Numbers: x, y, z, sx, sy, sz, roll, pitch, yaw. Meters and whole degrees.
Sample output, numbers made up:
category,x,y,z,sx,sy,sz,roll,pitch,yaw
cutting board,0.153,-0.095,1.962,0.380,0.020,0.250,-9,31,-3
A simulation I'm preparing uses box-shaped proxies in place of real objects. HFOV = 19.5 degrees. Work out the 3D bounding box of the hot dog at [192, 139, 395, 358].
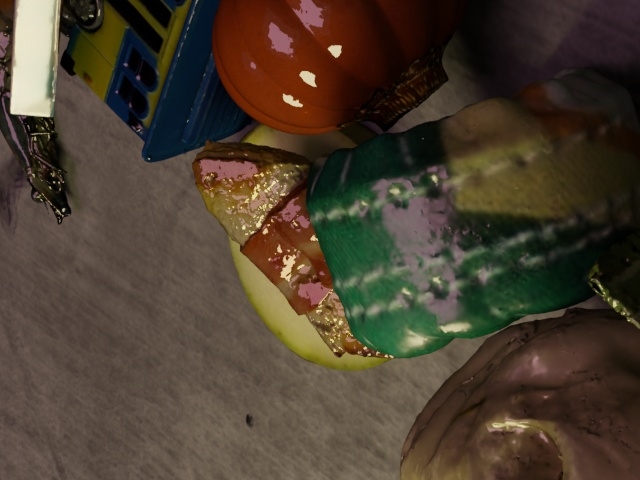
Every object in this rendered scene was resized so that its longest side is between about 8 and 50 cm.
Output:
category,x,y,z,sx,sy,sz,roll,pitch,yaw
hot dog,0.000,-0.001,1.643,0.123,0.093,0.261,-35,97,37

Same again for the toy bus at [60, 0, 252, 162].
category,x,y,z,sx,sy,sz,roll,pitch,yaw
toy bus,-0.119,-0.230,1.680,0.175,0.138,0.288,47,137,23

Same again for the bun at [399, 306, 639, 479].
category,x,y,z,sx,sy,sz,roll,pitch,yaw
bun,0.244,0.166,1.363,0.362,0.326,0.235,-11,76,41

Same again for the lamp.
category,x,y,z,sx,sy,sz,roll,pitch,yaw
lamp,0.016,-0.182,1.497,0.196,0.223,0.223,51,139,1

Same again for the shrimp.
category,x,y,z,sx,sy,sz,roll,pitch,yaw
shrimp,-0.285,-0.149,1.971,0.198,0.051,0.262,-11,98,49

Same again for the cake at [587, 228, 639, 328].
category,x,y,z,sx,sy,sz,roll,pitch,yaw
cake,0.280,0.028,1.311,0.100,0.235,0.099,46,145,23

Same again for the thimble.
category,x,y,z,sx,sy,sz,roll,pitch,yaw
thimble,0.131,-0.025,1.420,0.254,0.288,0.167,-18,92,22

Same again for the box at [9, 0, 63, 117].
category,x,y,z,sx,sy,sz,roll,pitch,yaw
box,-0.257,-0.293,1.739,0.273,0.048,0.265,-100,17,-55

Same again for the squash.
category,x,y,z,sx,sy,sz,roll,pitch,yaw
squash,0.013,-0.002,1.731,0.252,0.049,0.252,21,121,39
